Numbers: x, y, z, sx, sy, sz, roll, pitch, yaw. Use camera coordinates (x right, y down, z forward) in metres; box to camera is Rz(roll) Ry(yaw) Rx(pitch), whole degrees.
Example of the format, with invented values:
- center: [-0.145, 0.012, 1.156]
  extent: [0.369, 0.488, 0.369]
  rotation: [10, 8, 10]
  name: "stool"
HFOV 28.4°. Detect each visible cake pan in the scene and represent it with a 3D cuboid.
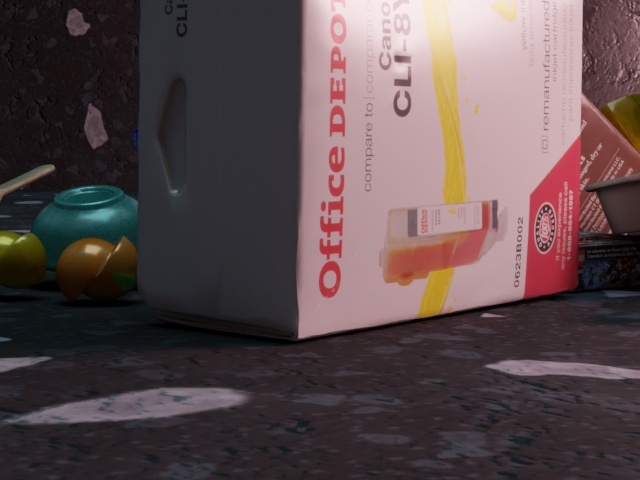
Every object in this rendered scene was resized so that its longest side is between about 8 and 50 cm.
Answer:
- center: [0.407, -0.050, 1.225]
  extent: [0.293, 0.054, 0.293]
  rotation: [-9, -1, 0]
  name: "cake pan"

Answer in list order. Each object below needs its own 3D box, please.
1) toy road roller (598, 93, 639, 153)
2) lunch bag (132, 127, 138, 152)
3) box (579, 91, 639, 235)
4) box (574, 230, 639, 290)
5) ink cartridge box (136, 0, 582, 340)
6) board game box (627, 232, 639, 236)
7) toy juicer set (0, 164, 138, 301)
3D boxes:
- center: [0.465, -0.085, 1.597]
  extent: [0.202, 0.241, 0.329]
  rotation: [-5, -30, -46]
  name: "toy road roller"
- center: [-0.054, -0.061, 1.405]
  extent: [0.293, 0.138, 0.221]
  rotation: [-8, -30, 18]
  name: "lunch bag"
- center: [0.186, -0.139, 1.436]
  extent: [0.381, 0.143, 0.191]
  rotation: [42, -15, -23]
  name: "box"
- center: [0.229, 0.015, 1.294]
  extent: [0.159, 0.044, 0.233]
  rotation: [-2, 5, -34]
  name: "box"
- center: [0.049, -0.080, 1.025]
  extent: [0.160, 0.279, 0.384]
  rotation: [5, 7, 41]
  name: "ink cartridge box"
- center: [0.474, -0.001, 1.634]
  extent: [0.154, 0.026, 0.103]
  rotation: [-4, 6, -42]
  name: "board game box"
- center: [-0.242, 0.007, 1.178]
  extent: [0.329, 0.090, 0.209]
  rotation: [15, 26, 41]
  name: "toy juicer set"
